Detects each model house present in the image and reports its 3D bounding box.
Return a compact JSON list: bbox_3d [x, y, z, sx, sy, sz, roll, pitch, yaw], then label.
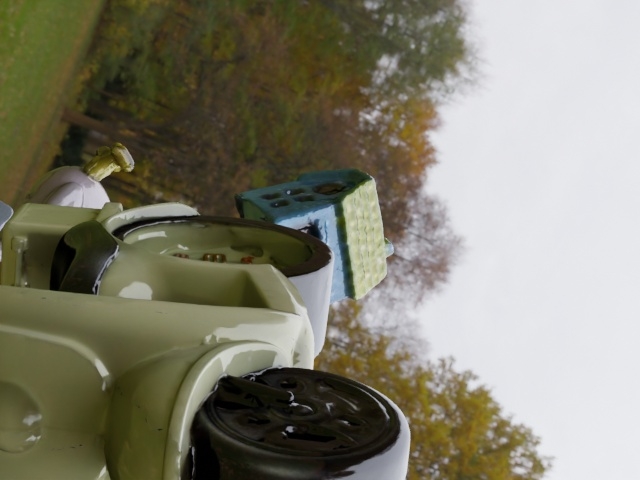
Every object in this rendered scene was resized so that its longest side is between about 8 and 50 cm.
[{"bbox_3d":[0.000,0.000,1.702,0.215,0.303,0.237,32,-44,56],"label":"model house"}]

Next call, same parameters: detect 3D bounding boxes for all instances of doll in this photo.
[{"bbox_3d":[-0.394,-0.003,1.048,0.365,0.094,0.160,-32,-166,-18],"label":"doll"}]

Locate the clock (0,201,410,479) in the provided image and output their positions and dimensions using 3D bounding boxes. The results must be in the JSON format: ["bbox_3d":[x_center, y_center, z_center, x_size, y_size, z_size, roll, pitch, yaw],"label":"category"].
[{"bbox_3d":[-0.108,0.058,0.512,0.379,0.276,0.120,-110,-154,-76],"label":"clock"}]

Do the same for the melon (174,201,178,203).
[{"bbox_3d":[-0.153,0.071,0.960,0.053,0.114,0.262,-24,-135,2],"label":"melon"}]

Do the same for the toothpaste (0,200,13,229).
[{"bbox_3d":[-0.575,0.078,1.142,0.371,0.125,0.080,-58,-160,-10],"label":"toothpaste"}]
